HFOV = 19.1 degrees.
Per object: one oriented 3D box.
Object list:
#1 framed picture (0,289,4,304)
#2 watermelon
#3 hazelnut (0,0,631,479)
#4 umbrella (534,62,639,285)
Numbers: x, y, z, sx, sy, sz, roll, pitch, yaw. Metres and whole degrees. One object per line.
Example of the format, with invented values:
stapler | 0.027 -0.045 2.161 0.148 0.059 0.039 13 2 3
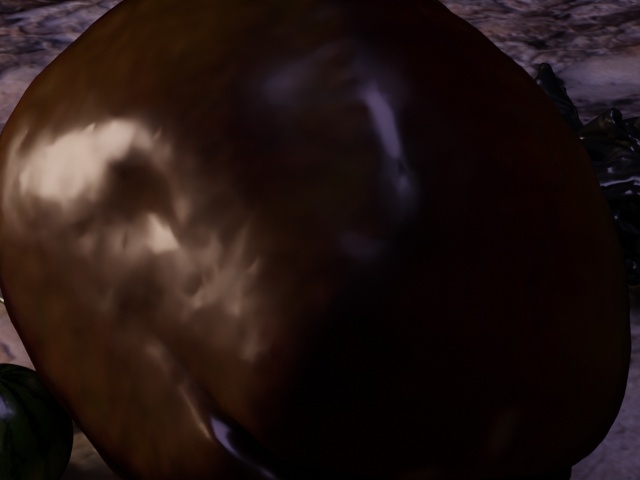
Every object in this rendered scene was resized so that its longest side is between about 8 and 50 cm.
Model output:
framed picture | -0.197 -0.002 1.540 0.274 0.017 0.217 32 42 33
watermelon | -0.215 0.127 1.275 0.109 0.109 0.109 4 35 -3
hazelnut | 0.000 0.000 1.251 0.402 0.402 0.429 -23 42 -35
umbrella | 0.211 -0.082 1.625 0.154 0.128 0.336 -5 33 -11
